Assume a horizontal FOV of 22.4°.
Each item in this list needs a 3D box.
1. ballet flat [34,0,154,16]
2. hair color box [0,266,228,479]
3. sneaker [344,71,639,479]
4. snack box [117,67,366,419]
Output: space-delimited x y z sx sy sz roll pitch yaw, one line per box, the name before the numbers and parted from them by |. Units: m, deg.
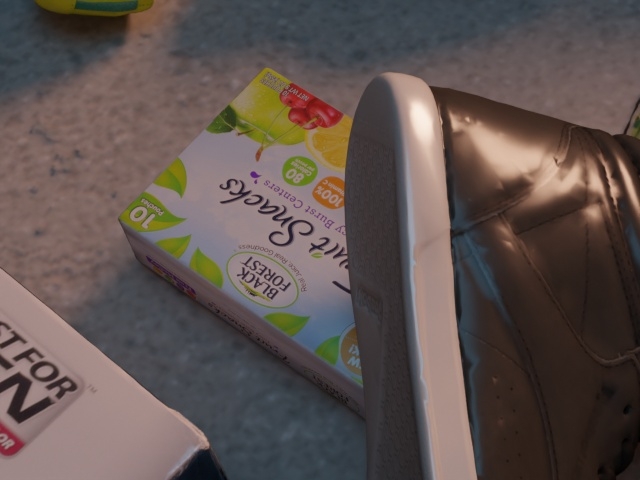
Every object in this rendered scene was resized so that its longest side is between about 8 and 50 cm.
ballet flat | -0.096 -0.208 0.815 0.077 0.077 0.231 12 62 -9
hair color box | -0.207 0.164 0.575 0.174 0.105 0.347 36 71 26
sneaker | 0.093 0.082 0.581 0.147 0.104 0.296 2 72 -14
snack box | 0.000 0.000 0.683 0.141 0.037 0.100 32 69 25
